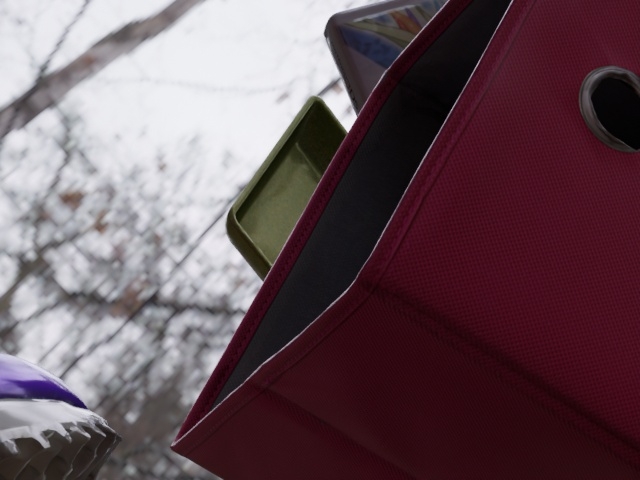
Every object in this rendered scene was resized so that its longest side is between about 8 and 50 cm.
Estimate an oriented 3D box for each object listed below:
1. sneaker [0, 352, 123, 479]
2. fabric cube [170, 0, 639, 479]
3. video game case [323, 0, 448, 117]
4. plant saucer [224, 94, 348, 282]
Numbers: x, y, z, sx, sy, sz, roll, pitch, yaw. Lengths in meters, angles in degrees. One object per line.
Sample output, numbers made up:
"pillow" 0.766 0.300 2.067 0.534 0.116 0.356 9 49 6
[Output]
"sneaker" -0.170 0.036 0.416 0.146 0.293 0.102 47 -70 21
"fabric cube" 0.129 0.031 0.800 0.258 0.254 0.259 34 -28 -6
"video game case" 0.205 -0.073 1.311 0.036 0.329 0.300 117 -46 -67
"plant saucer" 0.000 0.000 1.520 0.045 0.188 0.188 -22 -66 39
